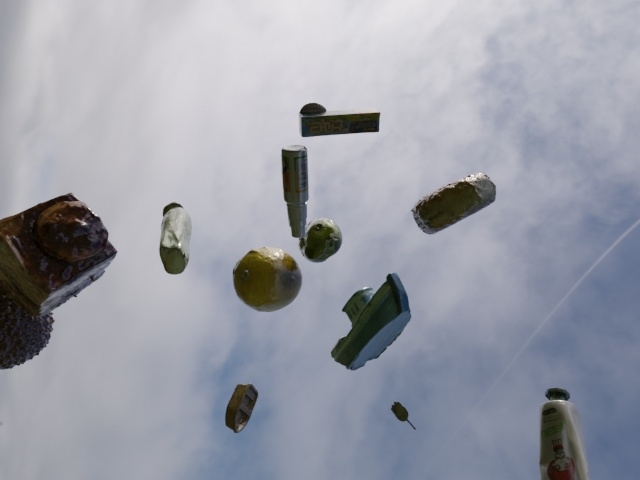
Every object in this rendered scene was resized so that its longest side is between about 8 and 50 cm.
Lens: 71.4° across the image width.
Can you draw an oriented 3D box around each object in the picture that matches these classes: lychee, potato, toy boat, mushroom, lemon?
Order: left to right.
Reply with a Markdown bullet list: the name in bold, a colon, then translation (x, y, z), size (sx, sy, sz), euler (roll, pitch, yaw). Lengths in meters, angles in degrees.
- **lychee**: translation (-0.845, 0.207, 1.195), size (0.272, 0.272, 0.271), euler (-2, -93, 45)
- **mushroom**: translation (-0.378, -0.015, 1.169), size (0.312, 0.081, 0.099), euler (-124, -160, -62)
- **toy boat**: translation (-0.324, 0.678, 1.799), size (0.061, 0.116, 0.188), euler (5, -129, 23)
- **lemon**: translation (-0.201, 0.149, 1.710), size (0.261, 0.284, 0.260), euler (3, -77, 15)
- **potato**: translation (0.000, 0.000, 1.769), size (0.186, 0.149, 0.253), euler (-52, -168, 22)
- **toy boat**: translation (0.077, 0.129, 0.753), size (0.102, 0.088, 0.215), euler (56, -43, 29)

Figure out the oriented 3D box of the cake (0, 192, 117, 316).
- **cake**: translation (-0.592, 0.031, 0.986), size (0.293, 0.199, 0.196), euler (-26, -79, 49)

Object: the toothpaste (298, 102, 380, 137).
- **toothpaste**: translation (0.046, -0.294, 1.068), size (0.044, 0.194, 0.070), euler (-111, -162, -58)

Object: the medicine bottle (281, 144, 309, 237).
- **medicine bottle**: translation (-0.064, -0.117, 1.065), size (0.092, 0.061, 0.220), euler (-137, -140, -55)

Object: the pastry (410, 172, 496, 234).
- **pastry**: translation (0.304, -0.087, 1.026), size (0.182, 0.192, 0.093), euler (-26, -96, 1)

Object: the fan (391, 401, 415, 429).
- **fan**: translation (0.217, 0.456, 1.154), size (0.083, 0.004, 0.055), euler (44, -43, 25)

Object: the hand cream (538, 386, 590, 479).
- **hand cream**: translation (0.510, 0.472, 0.937), size (0.121, 0.076, 0.336), euler (-41, -161, 44)
